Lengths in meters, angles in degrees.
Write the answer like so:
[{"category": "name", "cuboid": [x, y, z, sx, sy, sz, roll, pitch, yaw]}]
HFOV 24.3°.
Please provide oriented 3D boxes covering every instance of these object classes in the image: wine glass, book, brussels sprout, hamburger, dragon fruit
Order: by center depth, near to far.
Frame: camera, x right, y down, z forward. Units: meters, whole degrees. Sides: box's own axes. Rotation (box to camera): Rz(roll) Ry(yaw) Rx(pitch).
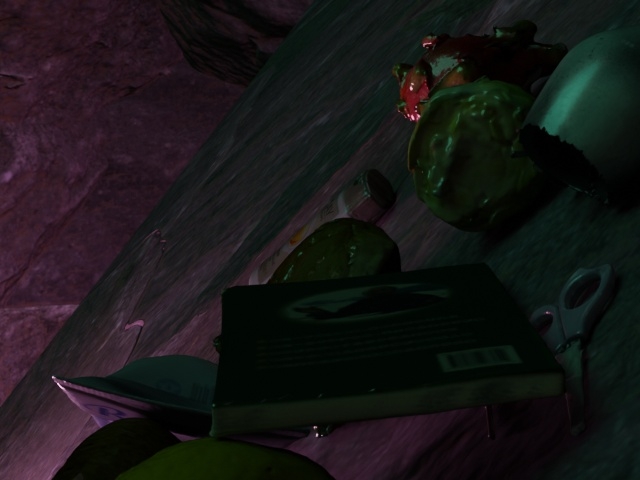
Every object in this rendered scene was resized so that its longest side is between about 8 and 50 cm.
[{"category": "book", "cuboid": [0.042, 0.084, 1.232, 0.260, 0.043, 0.371, -6, 11, 0]}, {"category": "wine glass", "cuboid": [0.288, -0.153, 1.334, 0.241, 0.126, 0.126, -48, 13, -11]}, {"category": "brussels sprout", "cuboid": [0.165, -0.091, 1.514, 0.151, 0.149, 0.122, -28, 2, 15]}, {"category": "hamburger", "cuboid": [0.008, 0.076, 1.552, 0.211, 0.132, 0.309, -51, 12, -1]}, {"category": "dragon fruit", "cuboid": [0.191, -0.190, 1.737, 0.207, 0.150, 0.133, -18, 67, 17]}]

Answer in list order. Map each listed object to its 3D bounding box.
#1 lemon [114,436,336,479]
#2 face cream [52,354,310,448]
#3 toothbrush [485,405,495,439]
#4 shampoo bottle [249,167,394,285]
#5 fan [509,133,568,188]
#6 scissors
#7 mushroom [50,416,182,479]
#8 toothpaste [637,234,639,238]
[{"category": "lemon", "cuboid": [-0.081, 0.263, 1.079, 0.253, 0.228, 0.228, -30, 21, 30]}, {"category": "face cream", "cuboid": [-0.139, 0.174, 1.516, 0.420, 0.234, 0.137, 118, 166, -79]}, {"category": "toothbrush", "cuboid": [0.138, 0.140, 1.225, 0.008, 0.006, 0.097, -45, 13, 17]}, {"category": "shampoo bottle", "cuboid": [0.000, 0.000, 1.945, 0.227, 0.056, 0.086, -41, 16, 26]}, {"category": "fan", "cuboid": [0.223, -0.086, 1.393, 0.005, 0.133, 0.085, 29, 119, 44]}, {"category": "scissors", "cuboid": [0.194, 0.090, 1.165, 0.110, 0.021, 0.212, -45, 13, 22]}, {"category": "mushroom", "cuboid": [-0.226, 0.305, 1.306, 0.345, 0.259, 0.345, 21, -90, -87]}, {"category": "toothpaste", "cuboid": [0.287, -0.022, 1.208, 0.024, 0.015, 0.083, -56, 10, -27]}]
